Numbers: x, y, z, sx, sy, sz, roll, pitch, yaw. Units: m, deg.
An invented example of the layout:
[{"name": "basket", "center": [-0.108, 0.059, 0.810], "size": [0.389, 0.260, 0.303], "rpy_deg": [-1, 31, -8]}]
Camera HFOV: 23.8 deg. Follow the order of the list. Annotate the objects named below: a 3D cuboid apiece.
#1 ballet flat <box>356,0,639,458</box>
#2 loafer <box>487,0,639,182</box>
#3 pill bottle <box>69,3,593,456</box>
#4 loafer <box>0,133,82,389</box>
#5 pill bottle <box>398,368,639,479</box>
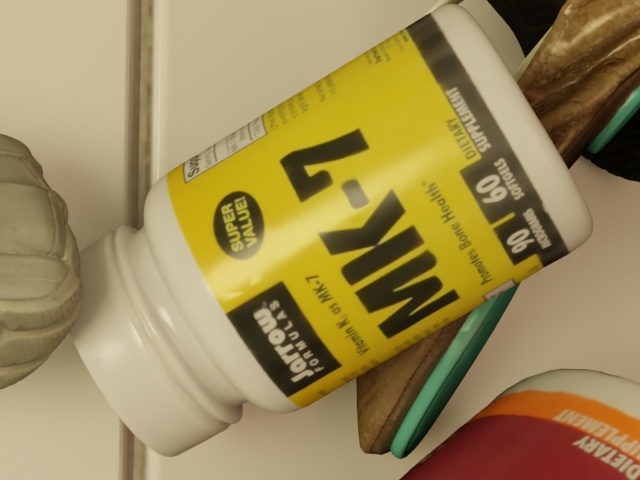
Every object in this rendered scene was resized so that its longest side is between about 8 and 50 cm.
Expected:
[{"name": "ballet flat", "center": [0.089, -0.058, 0.753], "size": [0.124, 0.116, 0.342], "rpy_deg": [36, 100, 9]}, {"name": "loafer", "center": [0.153, -0.126, 0.837], "size": [0.078, 0.080, 0.220], "rpy_deg": [-47, 116, -25]}, {"name": "pill bottle", "center": [0.000, 0.000, 0.654], "size": [0.208, 0.119, 0.119], "rpy_deg": [-31, 113, 7]}, {"name": "loafer", "center": [-0.244, -0.002, 0.549], "size": [0.319, 0.112, 0.111], "rpy_deg": [4, 53, -34]}, {"name": "pill bottle", "center": [0.037, 0.248, 0.670], "size": [0.392, 0.224, 0.224], "rpy_deg": [-35, 110, -31]}]
